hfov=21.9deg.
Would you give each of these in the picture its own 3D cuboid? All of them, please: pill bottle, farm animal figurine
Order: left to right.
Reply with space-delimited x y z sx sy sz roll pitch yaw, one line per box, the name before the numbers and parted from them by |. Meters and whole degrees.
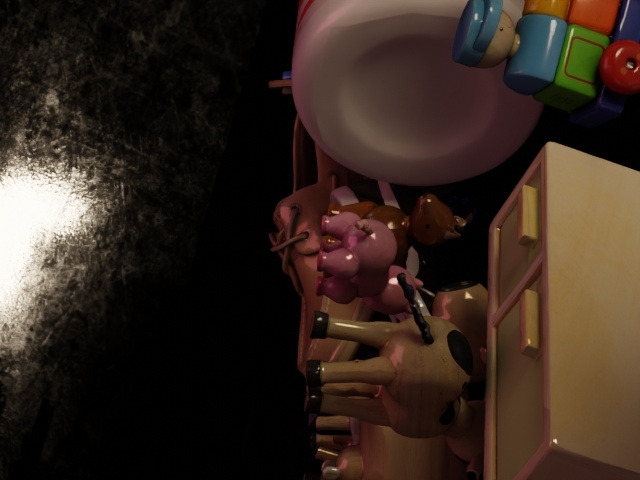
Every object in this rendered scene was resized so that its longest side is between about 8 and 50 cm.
farm animal figurine | 0.077 0.118 1.295 0.330 0.172 0.326 -82 -4 -68
pill bottle | 0.097 -0.262 1.585 0.407 0.229 0.229 -86 18 -46

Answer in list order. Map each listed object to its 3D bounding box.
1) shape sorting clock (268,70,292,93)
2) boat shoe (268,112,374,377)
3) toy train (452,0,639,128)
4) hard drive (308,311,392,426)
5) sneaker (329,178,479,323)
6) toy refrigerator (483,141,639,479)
shape sorting clock | 0.048 -0.164 1.744 0.206 0.206 0.040 -146 52 -77
boat shoe | 0.000 0.000 1.661 0.121 0.110 0.341 122 162 -46
toy train | 0.197 -0.226 1.293 0.105 0.143 0.248 155 131 -73
hard drive | 0.057 0.065 1.709 0.172 0.054 0.254 -86 19 -47
sneaker | 0.106 0.013 1.527 0.079 0.121 0.217 85 159 -57
toy refrigerator | 0.167 0.068 1.125 0.102 0.094 0.269 120 164 -45
